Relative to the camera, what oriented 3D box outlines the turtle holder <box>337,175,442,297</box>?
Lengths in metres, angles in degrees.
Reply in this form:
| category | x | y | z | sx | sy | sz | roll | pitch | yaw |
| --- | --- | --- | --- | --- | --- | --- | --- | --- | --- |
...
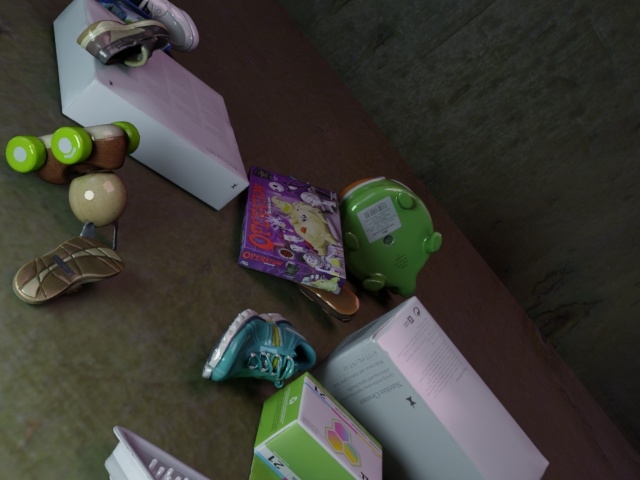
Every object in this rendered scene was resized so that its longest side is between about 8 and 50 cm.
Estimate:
| category | x | y | z | sx | sy | sz | roll | pitch | yaw |
| --- | --- | --- | --- | --- | --- | --- | --- | --- | --- |
| turtle holder | 0.157 | -0.016 | 2.079 | 0.320 | 0.243 | 0.227 | 31 | 9 | -27 |

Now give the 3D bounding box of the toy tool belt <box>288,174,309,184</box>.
| category | x | y | z | sx | sy | sz | roll | pitch | yaw |
| --- | --- | --- | --- | --- | --- | --- | --- | --- | --- |
| toy tool belt | -0.067 | -0.134 | 2.054 | 0.083 | 0.051 | 0.052 | 28 | 29 | -49 |

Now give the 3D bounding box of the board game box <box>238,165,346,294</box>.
| category | x | y | z | sx | sy | sz | roll | pitch | yaw |
| --- | --- | --- | --- | --- | --- | --- | --- | --- | --- |
| board game box | -0.058 | -0.030 | 1.764 | 0.208 | 0.056 | 0.347 | 14 | 29 | -11 |

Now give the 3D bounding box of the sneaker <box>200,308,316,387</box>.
| category | x | y | z | sx | sy | sz | roll | pitch | yaw |
| --- | --- | --- | --- | --- | --- | --- | --- | --- | --- |
| sneaker | -0.085 | 0.171 | 1.327 | 0.110 | 0.107 | 0.275 | 37 | 14 | 19 |

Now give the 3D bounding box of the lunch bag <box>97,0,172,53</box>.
| category | x | y | z | sx | sy | sz | roll | pitch | yaw |
| --- | --- | --- | --- | --- | --- | --- | --- | --- | --- |
| lunch bag | -0.393 | -0.434 | 1.790 | 0.129 | 0.096 | 0.151 | 32 | 13 | -41 |

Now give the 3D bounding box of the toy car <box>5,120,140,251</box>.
| category | x | y | z | sx | sy | sz | roll | pitch | yaw |
| --- | --- | --- | --- | --- | --- | --- | --- | --- | --- |
| toy car | -0.338 | -0.069 | 1.249 | 0.155 | 0.149 | 0.188 | -28 | 109 | -68 |

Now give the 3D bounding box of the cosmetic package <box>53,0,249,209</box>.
| category | x | y | z | sx | sy | sz | roll | pitch | yaw |
| --- | --- | --- | --- | --- | --- | --- | --- | --- | --- |
| cosmetic package | -0.315 | -0.256 | 1.626 | 0.377 | 0.097 | 0.284 | 34 | 24 | -42 |

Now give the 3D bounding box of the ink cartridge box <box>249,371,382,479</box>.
| category | x | y | z | sx | sy | sz | roll | pitch | yaw |
| --- | --- | --- | --- | --- | --- | --- | --- | --- | --- |
| ink cartridge box | -0.003 | 0.344 | 1.259 | 0.189 | 0.097 | 0.255 | 47 | 18 | -16 |

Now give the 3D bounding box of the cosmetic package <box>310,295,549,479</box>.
| category | x | y | z | sx | sy | sz | roll | pitch | yaw |
| --- | --- | --- | --- | --- | --- | --- | --- | --- | --- |
| cosmetic package | 0.184 | 0.316 | 1.511 | 0.385 | 0.217 | 0.156 | 51 | 46 | 1 |

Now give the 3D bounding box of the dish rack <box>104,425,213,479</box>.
| category | x | y | z | sx | sy | sz | roll | pitch | yaw |
| --- | --- | --- | --- | --- | --- | --- | --- | --- | --- |
| dish rack | -0.095 | 0.336 | 0.917 | 0.285 | 0.072 | 0.333 | 40 | -9 | -29 |

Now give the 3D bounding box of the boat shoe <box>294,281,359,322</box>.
| category | x | y | z | sx | sy | sz | roll | pitch | yaw |
| --- | --- | --- | --- | --- | --- | --- | --- | --- | --- |
| boat shoe | -0.008 | 0.089 | 1.767 | 0.207 | 0.073 | 0.073 | 47 | -19 | 11 |

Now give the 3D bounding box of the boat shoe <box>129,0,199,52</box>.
| category | x | y | z | sx | sy | sz | roll | pitch | yaw |
| --- | --- | --- | --- | --- | --- | --- | --- | --- | --- |
| boat shoe | -0.390 | -0.525 | 1.978 | 0.258 | 0.095 | 0.084 | 42 | 22 | 3 |

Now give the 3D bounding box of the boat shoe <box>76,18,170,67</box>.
| category | x | y | z | sx | sy | sz | roll | pitch | yaw |
| --- | --- | --- | --- | --- | --- | --- | --- | --- | --- |
| boat shoe | -0.327 | -0.332 | 1.491 | 0.073 | 0.080 | 0.223 | 58 | 25 | 2 |

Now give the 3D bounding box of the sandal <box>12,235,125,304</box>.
| category | x | y | z | sx | sy | sz | roll | pitch | yaw |
| --- | --- | --- | --- | --- | --- | --- | --- | --- | --- |
| sandal | -0.332 | 0.044 | 1.127 | 0.072 | 0.049 | 0.180 | 48 | 33 | 6 |
